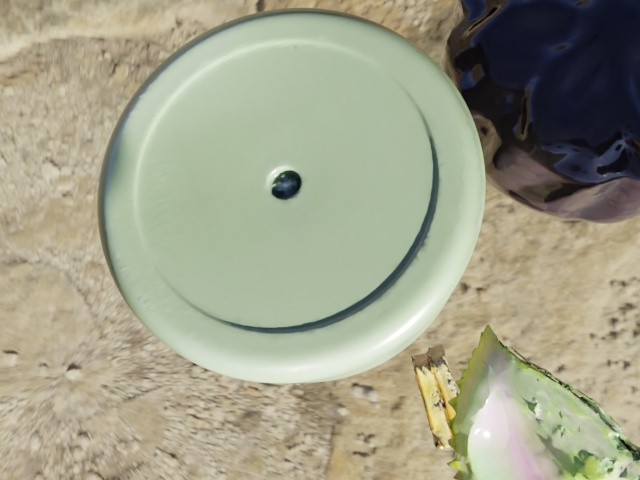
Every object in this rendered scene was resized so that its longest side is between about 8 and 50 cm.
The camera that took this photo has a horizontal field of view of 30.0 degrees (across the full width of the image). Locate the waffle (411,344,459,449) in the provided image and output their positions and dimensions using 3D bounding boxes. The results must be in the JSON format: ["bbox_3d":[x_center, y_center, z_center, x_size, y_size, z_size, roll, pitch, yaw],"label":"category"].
[{"bbox_3d":[0.136,0.175,1.362,0.042,0.148,0.102,-16,88,4],"label":"waffle"}]

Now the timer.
[{"bbox_3d":[0.000,0.000,1.013,0.291,0.315,0.291,-3,73,10],"label":"timer"}]

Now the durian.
[{"bbox_3d":[0.259,0.236,1.088,0.352,0.169,0.158,33,51,15],"label":"durian"}]

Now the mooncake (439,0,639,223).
[{"bbox_3d":[0.246,-0.159,1.044,0.283,0.141,0.283,0,72,-1],"label":"mooncake"}]
